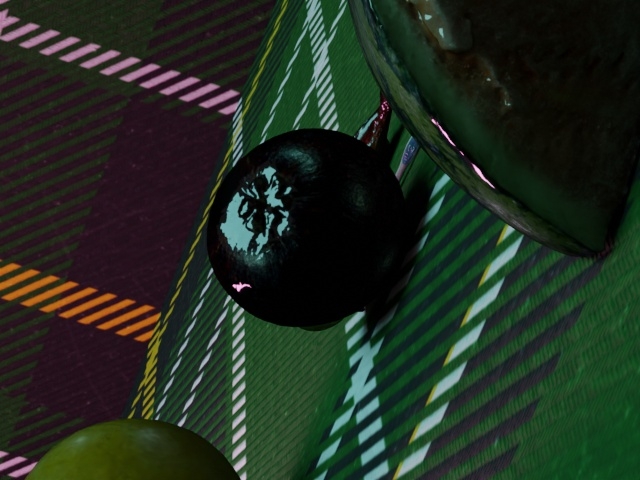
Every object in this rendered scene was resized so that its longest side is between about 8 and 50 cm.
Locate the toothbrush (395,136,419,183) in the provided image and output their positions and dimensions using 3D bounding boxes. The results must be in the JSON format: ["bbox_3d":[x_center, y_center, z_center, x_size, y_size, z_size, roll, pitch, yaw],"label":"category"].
[{"bbox_3d":[0.100,-0.100,2.069,0.017,0.014,0.162,-53,-11,-56],"label":"toothbrush"}]

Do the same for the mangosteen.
[{"bbox_3d":[-0.003,-0.011,1.992,0.216,0.216,0.216,-162,90,-80],"label":"mangosteen"}]

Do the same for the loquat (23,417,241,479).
[{"bbox_3d":[-0.221,0.358,2.051,0.328,0.359,0.328,173,90,-82],"label":"loquat"}]

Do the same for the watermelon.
[{"bbox_3d":[0.148,-0.165,1.454,0.292,0.283,0.250,-49,19,-18],"label":"watermelon"}]

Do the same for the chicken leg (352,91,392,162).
[{"bbox_3d":[0.051,-0.083,2.199,0.089,0.048,0.219,-125,54,-74],"label":"chicken leg"}]
